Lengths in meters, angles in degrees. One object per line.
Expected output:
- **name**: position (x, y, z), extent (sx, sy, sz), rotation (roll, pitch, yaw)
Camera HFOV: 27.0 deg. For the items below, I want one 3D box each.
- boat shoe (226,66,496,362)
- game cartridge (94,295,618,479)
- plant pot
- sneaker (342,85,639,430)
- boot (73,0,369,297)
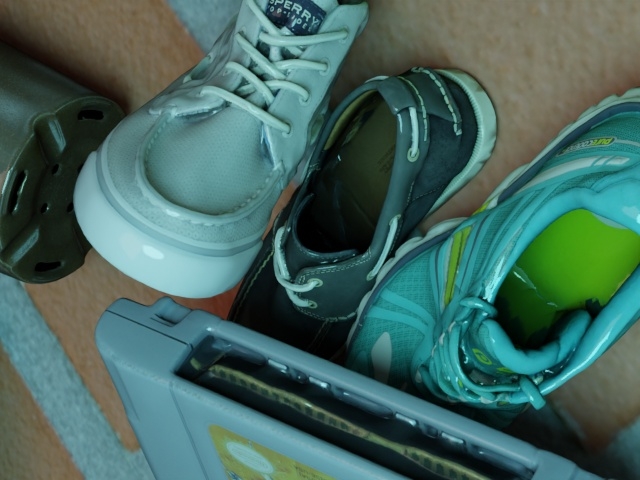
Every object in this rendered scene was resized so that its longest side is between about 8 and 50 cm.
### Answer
- **boat shoe**: position (0.000, 0.000, 0.731), extent (0.084, 0.079, 0.233), rotation (48, 123, 20)
- **game cartridge**: position (0.028, 0.145, 0.679), extent (0.297, 0.062, 0.198), rotation (19, 140, 29)
- **plant pot**: position (-0.219, -0.060, 0.846), extent (0.165, 0.167, 0.167), rotation (23, 110, 24)
- **sneaker**: position (0.082, 0.036, 0.631), extent (0.107, 0.110, 0.275), rotation (39, 130, 1)
- **boot**: position (-0.039, -0.076, 0.653), extent (0.095, 0.258, 0.123), rotation (27, 114, -7)
